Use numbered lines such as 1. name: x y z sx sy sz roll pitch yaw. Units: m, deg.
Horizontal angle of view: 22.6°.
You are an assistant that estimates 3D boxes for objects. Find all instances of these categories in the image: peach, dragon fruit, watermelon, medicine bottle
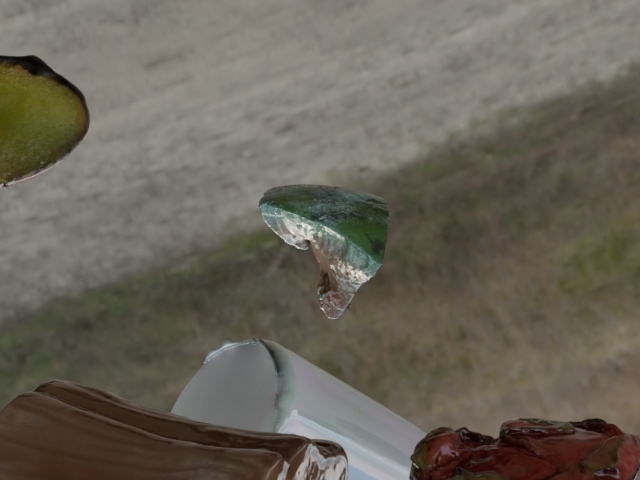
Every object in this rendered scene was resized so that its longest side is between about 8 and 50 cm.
1. peach: -0.343 -0.105 1.691 0.189 0.279 0.068 6 127 3
2. dragon fruit: 0.119 0.207 1.121 0.218 0.148 0.224 -62 168 -3
3. watermelon: 0.004 -0.010 1.185 0.101 0.155 0.080 23 124 3
4. medicine bottle: 0.018 0.275 1.788 0.379 0.213 0.213 33 130 -31

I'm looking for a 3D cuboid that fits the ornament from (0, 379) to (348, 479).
1. ornament: -0.122 0.210 1.121 0.235 0.218 0.221 -51 147 -46
